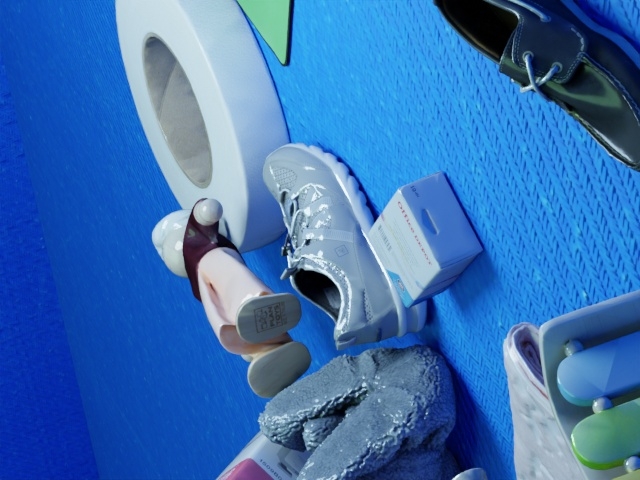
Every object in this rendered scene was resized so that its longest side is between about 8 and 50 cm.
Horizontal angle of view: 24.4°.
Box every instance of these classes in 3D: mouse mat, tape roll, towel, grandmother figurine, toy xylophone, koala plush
[{"bbox_3d":[-0.077,-0.301,1.634,0.190,0.007,0.152,56,157,29],"label":"mouse mat"},{"bbox_3d":[-0.151,-0.173,1.870,0.392,0.072,0.392,53,155,38],"label":"tape roll"},{"bbox_3d":[0.249,0.267,1.204,0.317,0.053,0.332,56,167,38],"label":"towel"},{"bbox_3d":[-0.117,0.044,1.722,0.342,0.104,0.208,-140,44,-60],"label":"grandmother figurine"},{"bbox_3d":[0.233,0.188,1.002,0.323,0.236,0.081,57,166,35],"label":"toy xylophone"},{"bbox_3d":[0.086,0.239,1.579,0.221,0.203,0.196,55,180,-33],"label":"koala plush"}]

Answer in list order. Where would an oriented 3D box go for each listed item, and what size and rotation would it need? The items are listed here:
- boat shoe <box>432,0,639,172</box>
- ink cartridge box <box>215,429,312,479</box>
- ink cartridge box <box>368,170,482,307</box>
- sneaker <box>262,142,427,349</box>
[{"bbox_3d":[0.168,-0.124,1.066,0.233,0.079,0.084,53,154,33],"label":"boat shoe"},{"bbox_3d":[-0.020,0.313,1.647,0.207,0.117,0.283,45,-157,1],"label":"ink cartridge box"},{"bbox_3d":[0.099,0.000,1.416,0.088,0.052,0.122,63,161,13],"label":"ink cartridge box"},{"bbox_3d":[0.000,0.000,1.581,0.281,0.115,0.105,53,156,37],"label":"sneaker"}]
